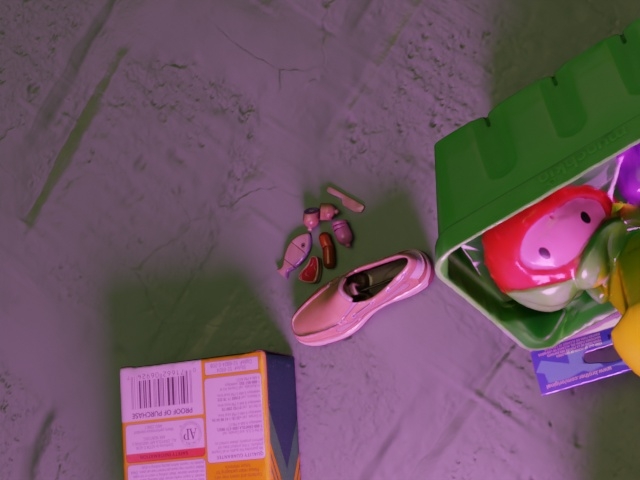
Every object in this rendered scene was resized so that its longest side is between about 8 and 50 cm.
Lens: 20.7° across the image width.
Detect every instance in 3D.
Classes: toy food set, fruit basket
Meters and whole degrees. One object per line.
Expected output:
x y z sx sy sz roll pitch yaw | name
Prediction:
0.000 0.000 2.079 0.078 0.019 0.122 30 97 28 | toy food set
0.326 0.007 1.724 0.392 0.283 0.392 -16 57 27 | fruit basket

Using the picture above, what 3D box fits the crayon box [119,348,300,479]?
-0.127 0.302 2.064 0.203 0.083 0.323 -9 77 26 | crayon box

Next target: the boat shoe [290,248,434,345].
0.036 0.060 2.021 0.190 0.072 0.068 -33 69 20 | boat shoe

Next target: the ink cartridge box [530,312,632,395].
0.291 -0.001 1.902 0.186 0.065 0.311 -19 72 22 | ink cartridge box
